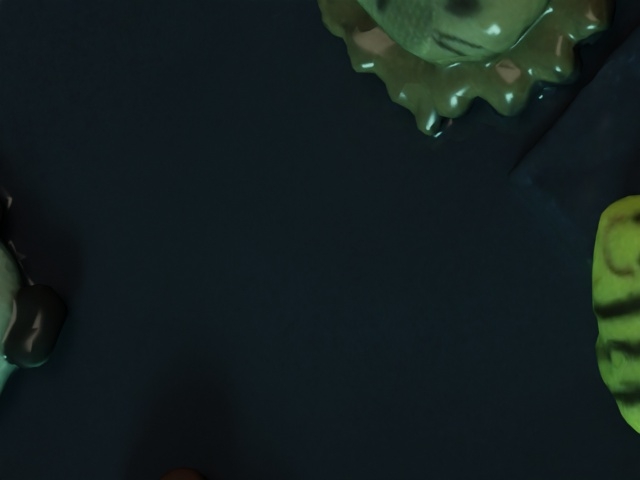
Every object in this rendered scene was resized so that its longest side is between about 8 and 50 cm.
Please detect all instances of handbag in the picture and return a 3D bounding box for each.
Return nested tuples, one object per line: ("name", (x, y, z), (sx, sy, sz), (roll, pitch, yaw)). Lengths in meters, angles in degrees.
("handbag", (0.000, 0.000, 0.466), (0.329, 0.122, 0.303), (-52, 58, 22))
